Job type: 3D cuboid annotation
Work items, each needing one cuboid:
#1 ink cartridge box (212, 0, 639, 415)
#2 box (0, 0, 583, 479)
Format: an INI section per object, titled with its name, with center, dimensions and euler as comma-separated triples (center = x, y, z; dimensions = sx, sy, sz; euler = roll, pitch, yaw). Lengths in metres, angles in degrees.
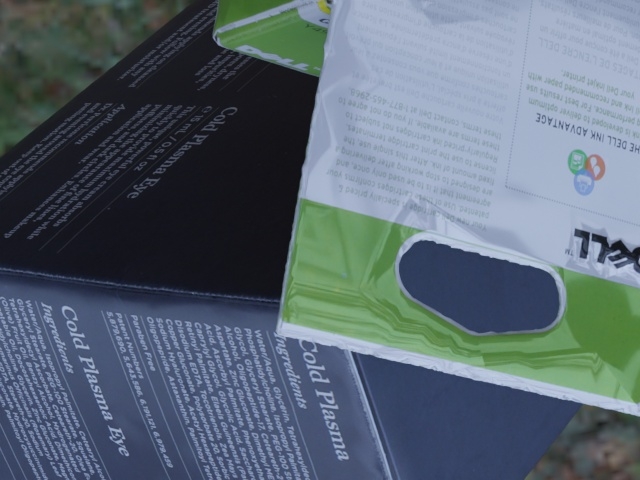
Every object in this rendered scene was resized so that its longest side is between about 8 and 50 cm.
[ink cartridge box]
center = 0.053, -0.067, 0.837
dimensions = 0.188, 0.255, 0.097
euler = 15, 168, -30
[box]
center = 0.000, 0.000, 1.105
dimensions = 0.312, 0.179, 0.343
euler = 5, -144, 39
